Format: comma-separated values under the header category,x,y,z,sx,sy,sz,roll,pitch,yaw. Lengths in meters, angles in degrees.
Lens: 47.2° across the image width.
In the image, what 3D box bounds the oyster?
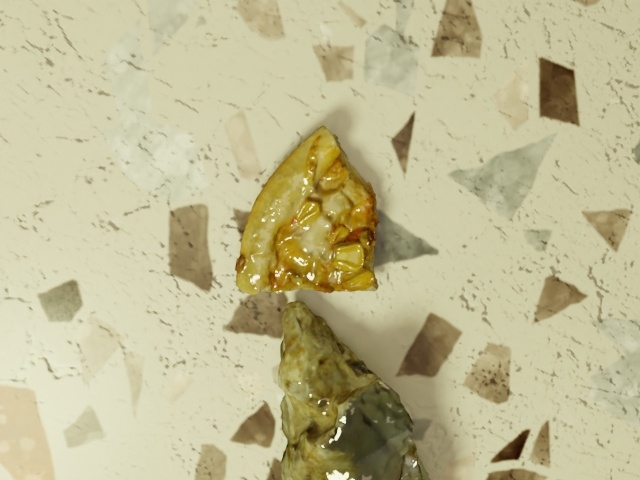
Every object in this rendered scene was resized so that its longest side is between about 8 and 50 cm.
category,x,y,z,sx,sy,sz,roll,pitch,yaw
oyster,0.040,0.226,0.757,0.166,0.110,0.341,-13,101,-5

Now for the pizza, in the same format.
category,x,y,z,sx,sy,sz,roll,pitch,yaw
pizza,0.000,0.000,0.738,0.161,0.062,0.182,41,92,-14
